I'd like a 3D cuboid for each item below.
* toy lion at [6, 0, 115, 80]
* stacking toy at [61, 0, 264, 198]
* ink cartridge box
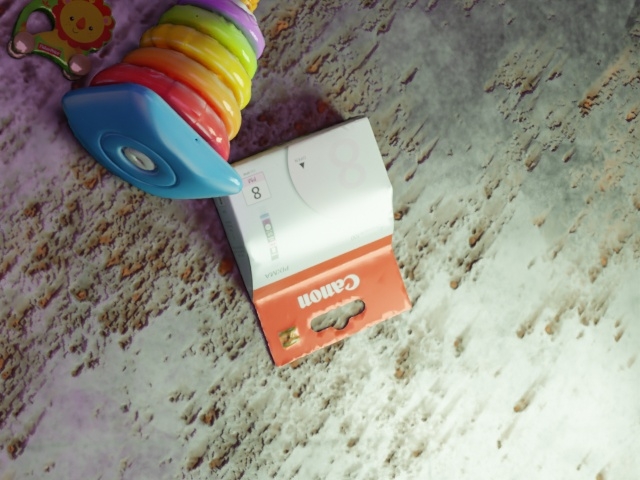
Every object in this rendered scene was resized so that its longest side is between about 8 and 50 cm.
[{"bbox_3d":[-0.269,-0.224,1.702,0.100,0.034,0.096,20,75,-21],"label":"toy lion"},{"bbox_3d":[-0.121,-0.202,1.710,0.175,0.165,0.302,44,63,-32],"label":"stacking toy"},{"bbox_3d":[0.000,0.000,1.800,0.189,0.066,0.232,-22,94,-21],"label":"ink cartridge box"}]
